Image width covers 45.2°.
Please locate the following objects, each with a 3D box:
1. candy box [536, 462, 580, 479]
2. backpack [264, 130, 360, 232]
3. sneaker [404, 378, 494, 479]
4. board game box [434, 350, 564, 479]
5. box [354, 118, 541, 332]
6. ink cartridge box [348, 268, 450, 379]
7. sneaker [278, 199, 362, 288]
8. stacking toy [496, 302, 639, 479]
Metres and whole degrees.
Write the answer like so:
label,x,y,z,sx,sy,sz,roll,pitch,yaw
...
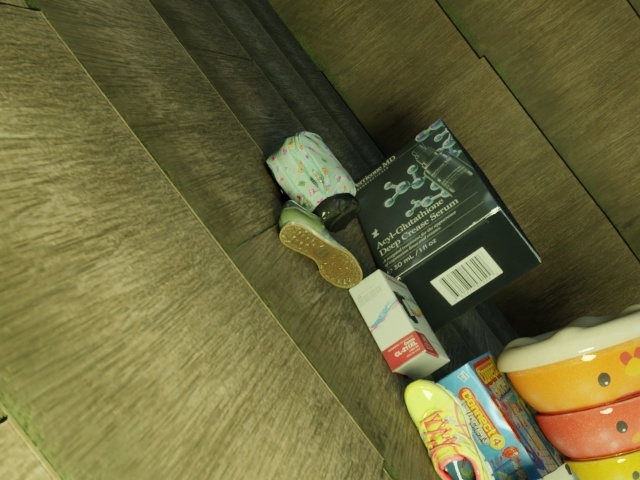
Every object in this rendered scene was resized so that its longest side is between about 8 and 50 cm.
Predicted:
label,x,y,z,sx,sy,sz,roll,pitch,yaw
candy box,0.318,0.433,1.082,0.070,0.165,0.196,50,15,-14
backpack,-0.013,-0.107,1.403,0.182,0.115,0.152,55,17,15
sneaker,0.193,0.304,1.162,0.208,0.081,0.094,57,17,11
board game box,0.364,0.377,1.514,0.302,0.086,0.308,57,15,14
box,0.271,-0.043,1.783,0.212,0.293,0.395,44,17,-34
ink cartridge box,0.139,0.150,1.362,0.127,0.072,0.175,29,29,-57
sneaker,0.000,0.000,1.289,0.192,0.064,0.086,38,25,-36
stacking toy,0.588,0.390,1.531,0.350,0.351,0.479,6,64,-71
